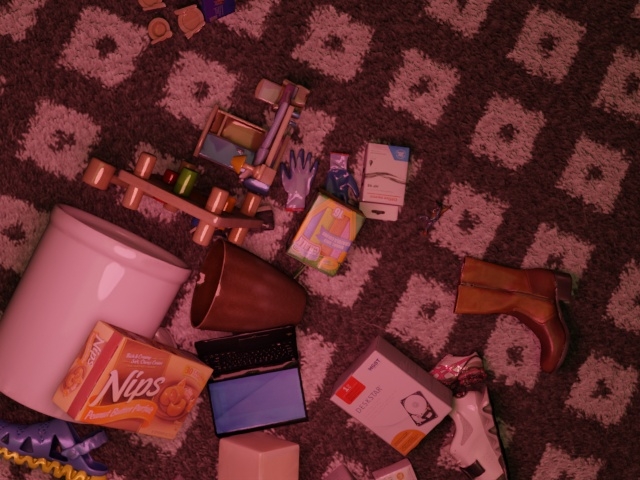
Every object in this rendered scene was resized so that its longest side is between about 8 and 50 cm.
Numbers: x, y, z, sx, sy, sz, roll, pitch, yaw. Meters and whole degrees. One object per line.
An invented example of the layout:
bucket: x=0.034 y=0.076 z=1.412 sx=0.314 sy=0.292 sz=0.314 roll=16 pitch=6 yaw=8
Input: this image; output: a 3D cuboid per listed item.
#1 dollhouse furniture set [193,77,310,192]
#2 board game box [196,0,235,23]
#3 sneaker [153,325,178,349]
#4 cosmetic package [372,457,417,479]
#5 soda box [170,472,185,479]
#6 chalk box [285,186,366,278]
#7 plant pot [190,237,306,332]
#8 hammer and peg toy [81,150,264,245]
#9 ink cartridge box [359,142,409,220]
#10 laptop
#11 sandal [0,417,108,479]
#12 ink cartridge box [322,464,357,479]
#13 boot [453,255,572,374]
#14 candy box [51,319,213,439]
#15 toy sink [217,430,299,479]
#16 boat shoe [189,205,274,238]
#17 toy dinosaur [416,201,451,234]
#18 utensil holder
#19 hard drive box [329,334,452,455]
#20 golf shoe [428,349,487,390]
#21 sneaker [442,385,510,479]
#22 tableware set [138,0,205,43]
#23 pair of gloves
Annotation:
dollhouse furniture set: x=-0.157 y=-0.270 z=1.715 sx=0.198 sy=0.303 sz=0.286 roll=23 pitch=88 yaw=-6
board game box: x=-0.273 y=-0.650 z=1.682 sx=0.078 sy=0.347 sz=0.233 roll=-25 pitch=93 yaw=-5
sneaker: x=-0.386 y=0.331 z=1.783 sx=0.099 sy=0.121 sz=0.262 roll=-1 pitch=90 yaw=-6
cosmetic package: x=0.218 y=0.670 z=1.870 sx=0.099 sy=0.060 sz=0.238 roll=-22 pitch=92 yaw=-6
soda box: x=-0.300 y=0.669 z=1.814 sx=0.069 sy=0.074 sz=0.216 roll=-38 pitch=93 yaw=-4
chalk box: x=0.000 y=0.000 z=1.806 sx=0.132 sy=0.132 sz=0.213 roll=27 pitch=98 yaw=-6
plant pot: x=-0.159 y=0.130 z=1.780 sx=0.231 sy=0.215 sz=0.215 roll=18 pitch=88 yaw=-21
hammer and peg toy: x=-0.319 y=-0.113 z=1.677 sx=0.362 sy=0.266 sz=0.127 roll=26 pitch=97 yaw=16
ink cartridge box: x=0.155 y=-0.142 z=1.865 sx=0.104 sy=0.060 sz=0.180 roll=6 pitch=89 yaw=-6
laptop: x=-0.158 y=0.336 z=1.796 sx=0.235 sy=0.264 sz=0.136 roll=-10 pitch=54 yaw=-6
sandal: x=-0.626 y=0.467 z=1.768 sx=0.318 sy=0.126 sz=0.138 roll=25 pitch=84 yaw=-13
ink cartridge box: x=0.014 y=0.696 z=1.687 sx=0.279 sy=0.385 sz=0.160 roll=-37 pitch=93 yaw=-4
boot: x=0.471 y=0.185 z=1.877 sx=0.281 sy=0.096 sz=0.263 roll=7 pitch=90 yaw=-5
candy box: x=-0.380 y=0.299 z=1.585 sx=0.088 sy=0.316 sz=0.182 roll=25 pitch=83 yaw=34
toy sink: x=-0.143 y=0.582 z=1.771 sx=0.131 sy=0.153 sz=0.234 roll=2 pitch=90 yaw=-44
boat shoe: x=-0.209 y=-0.029 z=1.824 sx=0.206 sy=0.075 sz=0.064 roll=-16 pitch=88 yaw=-10
toy dinosaur: x=0.283 y=-0.050 z=1.889 sx=0.090 sy=0.047 sz=0.082 roll=8 pitch=108 yaw=-16
utensil holder: x=-0.516 y=0.161 z=1.671 sx=0.328 sy=0.327 sz=0.385 roll=27 pitch=88 yaw=-5
hard drive box: x=0.170 y=0.372 z=1.821 sx=0.232 sy=0.089 sz=0.181 roll=37 pitch=111 yaw=-3
golf shoe: x=0.314 y=0.329 z=1.886 sx=0.186 sy=0.067 sz=0.085 roll=-15 pitch=50 yaw=5
sneaker: x=0.381 y=0.528 z=1.870 sx=0.146 sy=0.122 sz=0.330 roll=-15 pitch=92 yaw=13
tableware set: x=-0.362 y=-0.557 z=1.820 sx=0.141 sy=0.020 sz=0.168 roll=-19 pitch=94 yaw=11
pair of gloves: x=-0.002 y=-0.143 z=1.870 sx=0.198 sy=0.023 sz=0.159 roll=3 pitch=91 yaw=-5
